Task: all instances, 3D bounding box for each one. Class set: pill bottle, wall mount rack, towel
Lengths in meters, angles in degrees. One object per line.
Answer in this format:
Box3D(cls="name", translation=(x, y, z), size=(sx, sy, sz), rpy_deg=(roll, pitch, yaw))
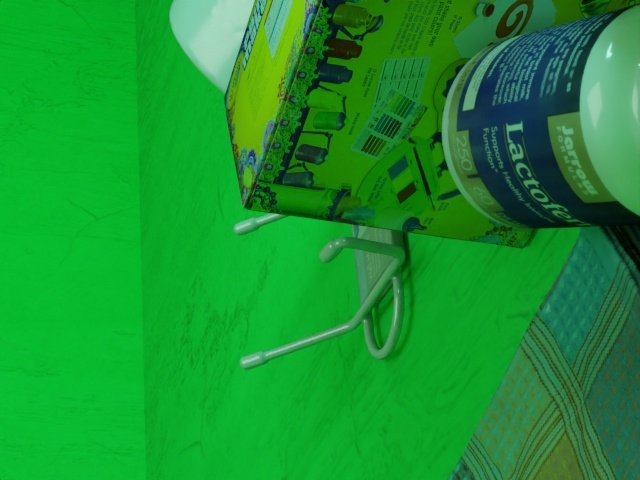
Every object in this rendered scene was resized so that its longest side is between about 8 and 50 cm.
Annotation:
Box3D(cls="pill bottle", translation=(0.214, -0.086, 0.892), size=(0.264, 0.153, 0.153), rpy_deg=(-3, 80, 64))
Box3D(cls="wall mount rack", translation=(0.000, 0.000, 1.535), size=(0.304, 0.130, 0.350), rpy_deg=(122, 150, -51))
Box3D(cls="towel", translation=(0.200, 0.184, 1.023), size=(0.271, 0.040, 0.370), rpy_deg=(-105, 29, -50))

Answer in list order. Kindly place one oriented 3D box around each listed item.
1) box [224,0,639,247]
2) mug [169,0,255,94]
Box3D(cls="box", translation=(0.092, -0.169, 1.102), size=(0.177, 0.279, 0.290), rpy_deg=(-103, 29, -47))
Box3D(cls="mug", translation=(0.055, -0.315, 1.338), size=(0.328, 0.276, 0.374), rpy_deg=(-53, 1, 26))
